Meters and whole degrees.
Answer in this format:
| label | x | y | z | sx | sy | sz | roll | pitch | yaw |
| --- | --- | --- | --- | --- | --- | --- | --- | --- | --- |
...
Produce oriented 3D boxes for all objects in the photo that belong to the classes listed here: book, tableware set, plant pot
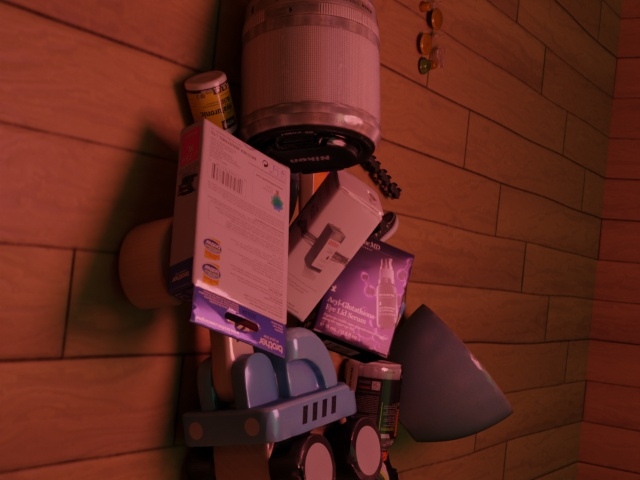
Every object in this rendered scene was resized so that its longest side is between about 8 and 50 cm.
| label | x | y | z | sx | sy | sz | roll | pitch | yaw |
| --- | --- | --- | --- | --- | --- | --- | --- | --- | --- |
| book | -0.003 | -0.117 | 1.761 | 0.096 | 0.035 | 0.144 | -19 | 111 | -60 |
| tableware set | 0.237 | -0.444 | 2.117 | 0.104 | 0.024 | 0.154 | -27 | 118 | -51 |
| plant pot | 0.231 | 0.305 | 2.018 | 0.195 | 0.290 | 0.290 | -39 | 137 | -2 |

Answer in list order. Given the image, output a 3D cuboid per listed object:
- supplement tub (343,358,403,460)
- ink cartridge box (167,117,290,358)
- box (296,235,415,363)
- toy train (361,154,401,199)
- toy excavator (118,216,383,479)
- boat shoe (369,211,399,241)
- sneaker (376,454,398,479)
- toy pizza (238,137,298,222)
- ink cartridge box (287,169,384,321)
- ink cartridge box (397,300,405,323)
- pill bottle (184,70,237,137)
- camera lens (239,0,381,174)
| label | x | y | z | sx | sy | sz | roll | pitch | yaw |
| --- | --- | --- | --- | --- | --- | --- | --- | --- | --- |
| supplement tub | 0.096 | 0.331 | 1.904 | 0.117 | 0.117 | 0.191 | 13 | 83 | -58 |
| ink cartridge box | -0.124 | 0.002 | 1.364 | 0.185 | 0.065 | 0.311 | 28 | 50 | -43 |
| box | 0.062 | 0.100 | 1.760 | 0.153 | 0.108 | 0.207 | 21 | 71 | -15 |
| toy train | 0.122 | -0.126 | 1.958 | 0.158 | 0.036 | 0.027 | 45 | 60 | -50 |
| toy excavator | -0.120 | 0.188 | 1.491 | 0.433 | 0.222 | 0.446 | -2 | 82 | -58 |
| boat shoe | 0.115 | -0.021 | 1.951 | 0.142 | 0.049 | 0.040 | -48 | 133 | -41 |
| sneaker | 0.149 | 0.530 | 2.050 | 0.097 | 0.084 | 0.235 | -57 | 139 | -39 |
| toy pizza | -0.102 | -0.091 | 1.601 | 0.201 | 0.032 | 0.201 | -9 | 100 | -57 |
| ink cartridge box | 0.000 | 0.000 | 1.570 | 0.218 | 0.092 | 0.158 | -51 | -168 | 13 |
| ink cartridge box | 0.092 | 0.152 | 1.896 | 0.143 | 0.089 | 0.092 | -63 | 142 | -33 |
| pill bottle | -0.161 | -0.191 | 1.459 | 0.065 | 0.065 | 0.116 | -45 | 131 | -47 |
| camera lens | -0.015 | -0.254 | 1.512 | 0.219 | 0.219 | 0.274 | 25 | 61 | -57 |
